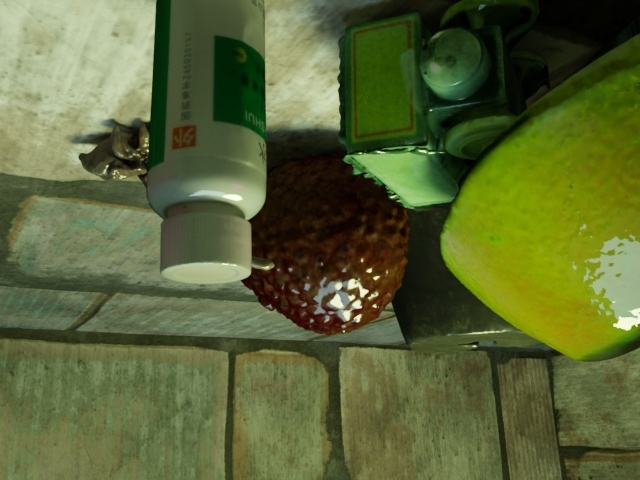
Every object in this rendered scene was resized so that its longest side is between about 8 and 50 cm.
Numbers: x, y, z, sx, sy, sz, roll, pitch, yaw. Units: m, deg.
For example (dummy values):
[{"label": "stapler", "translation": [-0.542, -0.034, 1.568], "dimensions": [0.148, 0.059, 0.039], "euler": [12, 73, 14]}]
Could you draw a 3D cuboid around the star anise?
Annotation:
[{"label": "star anise", "translation": [-0.180, -0.037, 0.828], "dimensions": [0.219, 0.227, 0.148], "euler": [-14, 156, 2]}]

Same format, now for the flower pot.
[{"label": "flower pot", "translation": [0.232, 0.044, 1.075], "dimensions": [0.380, 0.250, 0.379], "euler": [0, 163, 0]}]

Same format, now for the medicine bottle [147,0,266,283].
[{"label": "medicine bottle", "translation": [-0.090, -0.098, 0.534], "dimensions": [0.095, 0.259, 0.095], "euler": [0, 163, 0]}]

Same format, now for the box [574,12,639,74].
[{"label": "box", "translation": [0.371, -0.177, 0.702], "dimensions": [0.173, 0.043, 0.311], "euler": [1, 162, -11]}]

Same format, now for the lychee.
[{"label": "lychee", "translation": [0.000, 0.000, 0.917], "dimensions": [0.261, 0.260, 0.260], "euler": [-2, 163, -1]}]

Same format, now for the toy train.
[{"label": "toy train", "translation": [0.132, -0.125, 0.666], "dimensions": [0.188, 0.158, 0.272], "euler": [-6, 168, 23]}]

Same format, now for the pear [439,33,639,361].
[{"label": "pear", "translation": [0.310, -0.016, 0.608], "dimensions": [0.399, 0.165, 0.398], "euler": [-22, 155, -11]}]
